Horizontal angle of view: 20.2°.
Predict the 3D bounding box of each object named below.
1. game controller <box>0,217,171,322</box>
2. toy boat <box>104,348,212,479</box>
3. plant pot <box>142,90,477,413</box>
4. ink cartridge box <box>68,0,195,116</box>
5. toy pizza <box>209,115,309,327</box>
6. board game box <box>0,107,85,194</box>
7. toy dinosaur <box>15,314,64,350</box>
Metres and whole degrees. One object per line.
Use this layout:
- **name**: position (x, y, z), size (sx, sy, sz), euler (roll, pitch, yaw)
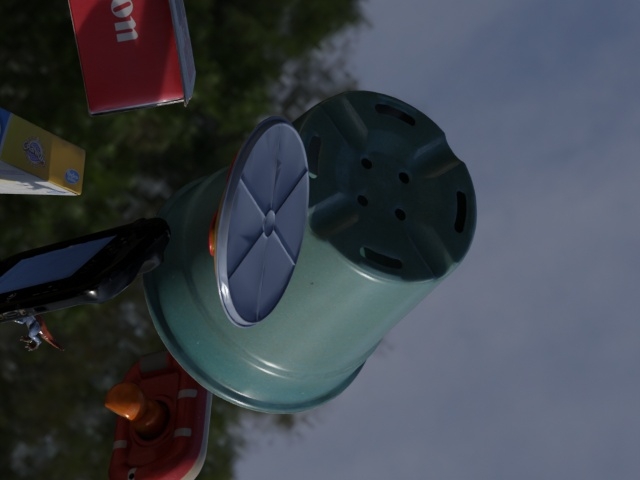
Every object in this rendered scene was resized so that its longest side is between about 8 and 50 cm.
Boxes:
- **game controller**: position (-0.325, 0.044, 2.165), size (0.319, 0.067, 0.166), euler (-14, -167, 38)
- **toy boat**: position (-0.248, 0.250, 2.543), size (0.151, 0.151, 0.231), euler (-15, -125, 30)
- **plant pot**: position (0.000, 0.000, 2.210), size (0.334, 0.341, 0.341), euler (-40, -158, 53)
- **ink cartridge box**: position (-0.237, -0.316, 2.128), size (0.130, 0.309, 0.272), euler (-10, -166, -1)
- **toy pizza**: position (-0.062, -0.018, 1.686), size (0.032, 0.201, 0.201), euler (10, -125, 20)
- **board game box**: position (-0.479, -0.124, 2.280), size (0.242, 0.316, 0.064), euler (2, -100, 21)
- **toy dinosaur**: position (-0.371, 0.095, 2.315), size (0.047, 0.090, 0.082), euler (-120, -142, -61)
